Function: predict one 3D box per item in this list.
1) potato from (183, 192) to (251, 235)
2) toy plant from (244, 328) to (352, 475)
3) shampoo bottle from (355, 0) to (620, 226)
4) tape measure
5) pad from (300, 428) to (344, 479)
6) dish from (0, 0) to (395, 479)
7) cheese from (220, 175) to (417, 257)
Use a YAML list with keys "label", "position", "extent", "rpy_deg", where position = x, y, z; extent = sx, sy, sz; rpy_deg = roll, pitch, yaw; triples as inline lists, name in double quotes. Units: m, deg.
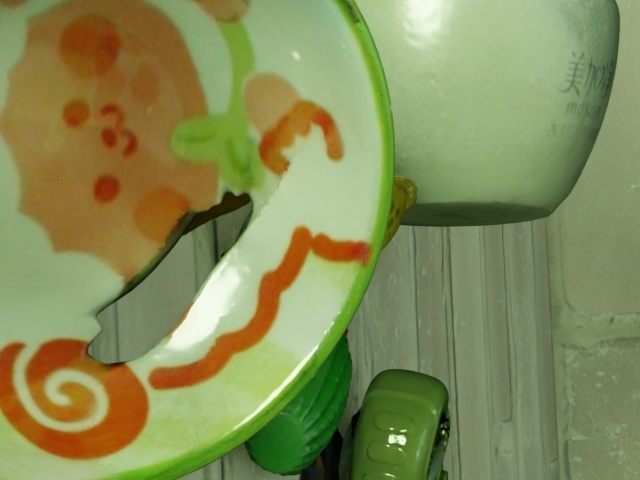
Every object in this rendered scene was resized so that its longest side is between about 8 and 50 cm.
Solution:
- label: "potato"
  position: [-0.119, -0.098, 1.121]
  extent: [0.195, 0.176, 0.369]
  rpy_deg: [-60, 168, 24]
- label: "toy plant"
  position: [-0.018, 0.130, 1.545]
  extent: [0.240, 0.088, 0.155]
  rpy_deg: [2, 97, -85]
- label: "shampoo bottle"
  position: [0.110, -0.169, 1.630]
  extent: [0.322, 0.322, 0.317]
  rpy_deg: [-3, 99, -75]
- label: "tape measure"
  position: [0.075, 0.218, 1.808]
  extent: [0.200, 0.106, 0.175]
  rpy_deg: [-37, 136, -70]
- label: "pad"
  position: [0.012, 0.251, 1.768]
  extent: [0.211, 0.003, 0.143]
  rpy_deg: [64, 27, -55]
- label: "dish"
  position: [-0.130, -0.038, 0.905]
  extent: [0.124, 0.324, 0.324]
  rpy_deg: [31, -44, 59]
- label: "cheese"
  position: [0.000, 0.000, 1.515]
  extent: [0.270, 0.177, 0.069]
  rpy_deg: [91, -22, -71]
